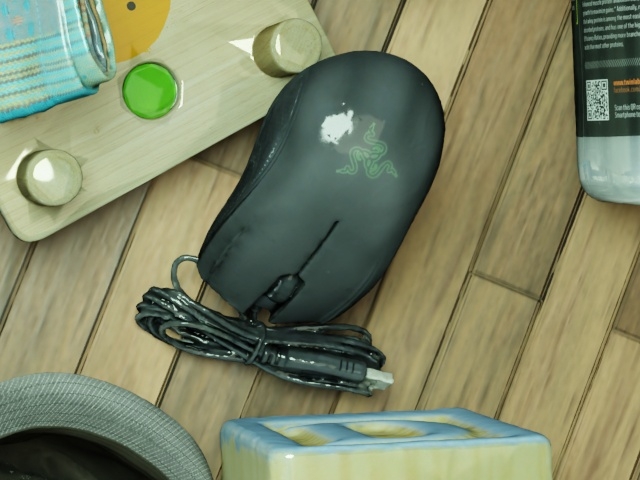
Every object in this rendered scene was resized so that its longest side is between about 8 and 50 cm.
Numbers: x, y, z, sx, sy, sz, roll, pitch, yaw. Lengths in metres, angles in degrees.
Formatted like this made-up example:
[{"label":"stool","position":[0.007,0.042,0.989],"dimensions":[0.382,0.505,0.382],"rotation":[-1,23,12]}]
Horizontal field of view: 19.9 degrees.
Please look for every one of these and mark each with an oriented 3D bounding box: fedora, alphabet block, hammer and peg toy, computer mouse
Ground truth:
[{"label":"fedora","position":[-0.197,0.201,1.205],"dimensions":[0.275,0.124,0.243],"rotation":[27,84,-33]},{"label":"alphabet block","position":[0.041,0.224,1.250],"dimensions":[0.193,0.192,0.197],"rotation":[-1,92,-13]},{"label":"hammer and peg toy","position":[-0.107,-0.196,1.222],"dimensions":[0.361,0.127,0.266],"rotation":[-31,99,-14]},{"label":"computer mouse","position":[0.000,0.000,1.222],"dimensions":[0.189,0.072,0.272],"rotation":[17,123,-14]}]

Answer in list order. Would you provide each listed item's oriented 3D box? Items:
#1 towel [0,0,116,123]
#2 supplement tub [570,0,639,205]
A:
[{"label":"towel","position":[-0.324,-0.177,1.106],"dimensions":[0.370,0.040,0.271],"rotation":[-13,96,15]},{"label":"supplement tub","position":[0.280,-0.197,1.300],"dimensions":[0.207,0.207,0.338],"rotation":[-5,95,-17]}]
